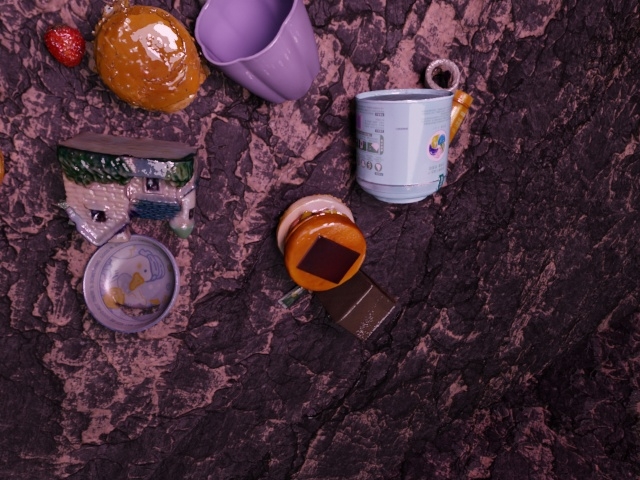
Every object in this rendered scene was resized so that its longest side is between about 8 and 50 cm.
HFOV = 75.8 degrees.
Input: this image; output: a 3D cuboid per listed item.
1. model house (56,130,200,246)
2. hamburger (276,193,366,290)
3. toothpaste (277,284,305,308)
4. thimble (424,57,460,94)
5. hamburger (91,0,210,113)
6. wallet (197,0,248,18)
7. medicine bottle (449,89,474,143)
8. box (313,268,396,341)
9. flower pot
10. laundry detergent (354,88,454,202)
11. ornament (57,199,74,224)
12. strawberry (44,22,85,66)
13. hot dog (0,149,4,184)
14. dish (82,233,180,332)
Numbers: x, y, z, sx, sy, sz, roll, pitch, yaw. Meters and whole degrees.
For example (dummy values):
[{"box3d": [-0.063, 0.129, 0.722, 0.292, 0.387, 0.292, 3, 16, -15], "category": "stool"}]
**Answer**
[{"box3d": [-0.472, -0.116, 1.058, 0.298, 0.243, 0.284, 5, 116, -13], "category": "model house"}, {"box3d": [0.000, 0.000, 1.317, 0.290, 0.225, 0.291, -8, 121, -13], "category": "hamburger"}, {"box3d": [-0.065, 0.167, 1.482, 0.204, 0.031, 0.049, -41, 121, 1], "category": "toothpaste"}, {"box3d": [0.382, -0.506, 1.298, 0.102, 0.090, 0.115, -13, 87, 11], "category": "thimble"}, {"box3d": [-0.404, -0.428, 0.961, 0.245, 0.211, 0.261, -24, 125, -5], "category": "hamburger"}, {"box3d": [-0.177, -0.717, 0.993, 0.360, 0.083, 0.252, -36, 127, -4], "category": "wallet"}, {"box3d": [0.424, -0.402, 1.385, 0.096, 0.096, 0.192, 20, 104, -29], "category": "medicine bottle"}, {"box3d": [0.108, 0.187, 1.424, 0.184, 0.273, 0.143, -48, 119, 2], "category": "box"}, {"box3d": [-0.132, -0.479, 1.012, 0.265, 0.265, 0.243, -48, 157, 4], "category": "flower pot"}, {"box3d": [0.246, -0.287, 1.251, 0.287, 0.287, 0.305, -12, 118, -18], "category": "laundry detergent"}, {"box3d": [-0.654, -0.074, 1.111, 0.068, 0.041, 0.092, -25, 120, -14], "category": "ornament"}, {"box3d": [-0.588, -0.450, 0.946, 0.083, 0.083, 0.096, -13, 147, -17], "category": "strawberry"}, {"box3d": [-0.856, -0.130, 0.953, 0.196, 0.122, 0.272, 27, 102, -24], "category": "hot dog"}, {"box3d": [-0.526, 0.125, 1.204, 0.273, 0.134, 0.274, 0, 83, 4], "category": "dish"}]
